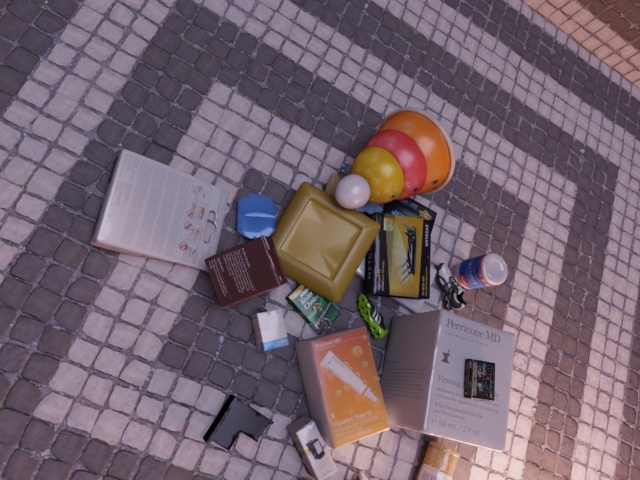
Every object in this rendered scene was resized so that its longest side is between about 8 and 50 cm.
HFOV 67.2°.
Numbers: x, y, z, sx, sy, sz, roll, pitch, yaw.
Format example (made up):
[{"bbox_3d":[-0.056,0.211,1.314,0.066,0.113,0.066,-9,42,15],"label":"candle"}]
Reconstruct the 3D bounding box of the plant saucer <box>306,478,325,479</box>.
[{"bbox_3d":[-0.069,0.879,1.560,0.188,0.045,0.188,-3,79,-23],"label":"plant saucer"}]

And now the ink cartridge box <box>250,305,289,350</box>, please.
[{"bbox_3d":[-0.173,0.291,1.624,0.089,0.092,0.143,-8,82,-24],"label":"ink cartridge box"}]

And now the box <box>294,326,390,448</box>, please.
[{"bbox_3d":[0.069,0.488,1.638,0.214,0.168,0.346,-10,82,-24],"label":"box"}]

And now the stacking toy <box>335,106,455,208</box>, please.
[{"bbox_3d":[0.224,-0.244,1.744,0.479,0.350,0.351,-35,92,-32],"label":"stacking toy"}]

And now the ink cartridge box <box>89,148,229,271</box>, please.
[{"bbox_3d":[-0.517,-0.085,1.594,0.384,0.091,0.308,21,70,-35],"label":"ink cartridge box"}]

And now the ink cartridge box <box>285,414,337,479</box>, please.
[{"bbox_3d":[-0.033,0.677,1.576,0.072,0.127,0.175,-25,88,-23],"label":"ink cartridge box"}]

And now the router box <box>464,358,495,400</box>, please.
[{"bbox_3d":[0.510,0.447,1.541,0.092,0.038,0.123,14,73,-19],"label":"router box"}]

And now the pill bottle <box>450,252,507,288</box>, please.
[{"bbox_3d":[0.621,0.129,1.917,0.124,0.221,0.124,5,75,-21],"label":"pill bottle"}]

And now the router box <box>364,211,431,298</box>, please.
[{"bbox_3d":[0.295,0.062,1.825,0.242,0.081,0.309,7,79,-21],"label":"router box"}]

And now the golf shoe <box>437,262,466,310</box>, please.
[{"bbox_3d":[0.533,0.181,1.931,0.077,0.093,0.198,-14,88,-42],"label":"golf shoe"}]

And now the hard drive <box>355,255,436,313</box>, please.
[{"bbox_3d":[0.296,0.122,1.885,0.307,0.040,0.203,34,68,-12],"label":"hard drive"}]

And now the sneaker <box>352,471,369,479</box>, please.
[{"bbox_3d":[0.075,0.868,1.568,0.292,0.110,0.118,-14,74,-50],"label":"sneaker"}]

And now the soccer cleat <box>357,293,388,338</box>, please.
[{"bbox_3d":[0.196,0.280,1.805,0.072,0.060,0.179,-19,82,-48],"label":"soccer cleat"}]

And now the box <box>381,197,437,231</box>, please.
[{"bbox_3d":[0.350,-0.080,1.947,0.220,0.051,0.175,27,70,-15],"label":"box"}]

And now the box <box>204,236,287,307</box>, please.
[{"bbox_3d":[-0.236,0.100,1.560,0.203,0.167,0.169,-21,87,3],"label":"box"}]

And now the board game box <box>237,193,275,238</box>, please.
[{"bbox_3d":[-0.228,-0.081,1.712,0.133,0.033,0.169,2,74,-13],"label":"board game box"}]

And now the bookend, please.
[{"bbox_3d":[-0.260,0.602,1.529,0.157,0.072,0.156,37,68,-12],"label":"bookend"}]

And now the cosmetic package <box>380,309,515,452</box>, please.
[{"bbox_3d":[0.434,0.487,1.702,0.329,0.327,0.394,19,70,-17],"label":"cosmetic package"}]

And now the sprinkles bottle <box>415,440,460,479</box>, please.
[{"bbox_3d":[0.383,0.903,1.699,0.121,0.121,0.356,32,68,-13],"label":"sprinkles bottle"}]

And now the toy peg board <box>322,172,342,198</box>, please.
[{"bbox_3d":[0.059,-0.142,1.839,0.160,0.079,0.161,33,67,-29],"label":"toy peg board"}]

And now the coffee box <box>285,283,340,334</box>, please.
[{"bbox_3d":[-0.026,0.234,1.726,0.113,0.040,0.184,-42,95,-25],"label":"coffee box"}]

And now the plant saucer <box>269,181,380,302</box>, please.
[{"bbox_3d":[0.000,0.000,1.688,0.332,0.081,0.333,30,83,2],"label":"plant saucer"}]

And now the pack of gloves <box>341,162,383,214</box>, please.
[{"bbox_3d":[0.173,-0.196,1.855,0.232,0.046,0.195,15,64,-38],"label":"pack of gloves"}]
